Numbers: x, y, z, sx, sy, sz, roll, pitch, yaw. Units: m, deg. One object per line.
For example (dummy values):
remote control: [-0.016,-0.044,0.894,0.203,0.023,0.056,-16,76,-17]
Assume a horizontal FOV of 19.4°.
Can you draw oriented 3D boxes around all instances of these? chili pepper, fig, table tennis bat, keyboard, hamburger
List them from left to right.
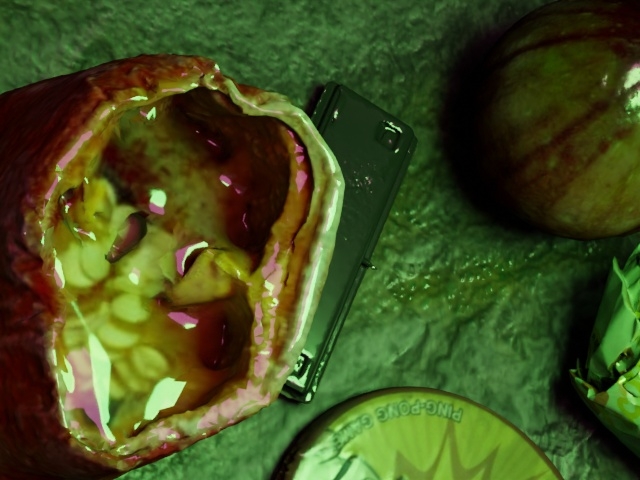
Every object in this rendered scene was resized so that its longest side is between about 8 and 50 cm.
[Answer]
chili pepper: [-0.147,0.025,1.102,0.229,0.305,0.251,28,70,-20]
keyboard: [0.000,0.000,1.349,0.093,0.025,0.230,32,66,-19]
table tennis bat: [0.115,0.295,1.346,0.268,0.051,0.415,-37,96,-30]
fig: [0.231,-0.110,1.373,0.203,0.249,0.186,9,58,-27]
hamburger: [0.306,0.071,1.435,0.235,0.125,0.214,-48,124,-15]
